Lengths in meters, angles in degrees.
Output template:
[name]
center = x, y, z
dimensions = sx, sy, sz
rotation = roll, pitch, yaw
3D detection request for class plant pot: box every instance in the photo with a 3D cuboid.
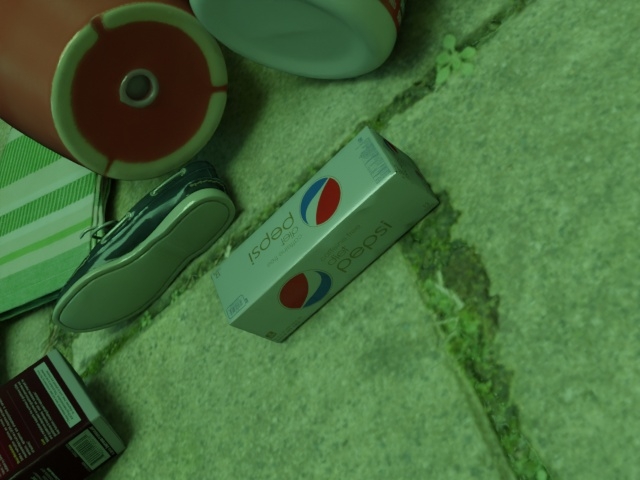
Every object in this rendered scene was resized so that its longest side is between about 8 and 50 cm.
[plant pot]
center = -0.242, -0.202, 0.967
dimensions = 0.275, 0.275, 0.243
rotation = -56, 42, 6

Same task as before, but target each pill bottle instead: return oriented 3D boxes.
[pill bottle]
center = 0.014, -0.368, 0.866
dimensions = 0.210, 0.210, 0.362
rotation = 3, 73, 43

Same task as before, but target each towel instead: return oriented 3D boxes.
[towel]
center = -0.371, -0.062, 1.179
dimensions = 0.248, 0.038, 0.324
rotation = -19, 60, 30

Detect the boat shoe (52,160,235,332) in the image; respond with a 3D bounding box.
[boat shoe]
center = -0.208, 0.007, 0.966
dimensions = 0.254, 0.095, 0.079
rotation = -42, 49, 17

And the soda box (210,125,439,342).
[soda box]
center = 0.000, 0.000, 0.797
dimensions = 0.216, 0.074, 0.069
rotation = -42, 48, 19

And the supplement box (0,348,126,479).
[supplement box]
center = -0.347, 0.241, 0.917
dimensions = 0.239, 0.073, 0.130
rotation = -35, 46, -15
